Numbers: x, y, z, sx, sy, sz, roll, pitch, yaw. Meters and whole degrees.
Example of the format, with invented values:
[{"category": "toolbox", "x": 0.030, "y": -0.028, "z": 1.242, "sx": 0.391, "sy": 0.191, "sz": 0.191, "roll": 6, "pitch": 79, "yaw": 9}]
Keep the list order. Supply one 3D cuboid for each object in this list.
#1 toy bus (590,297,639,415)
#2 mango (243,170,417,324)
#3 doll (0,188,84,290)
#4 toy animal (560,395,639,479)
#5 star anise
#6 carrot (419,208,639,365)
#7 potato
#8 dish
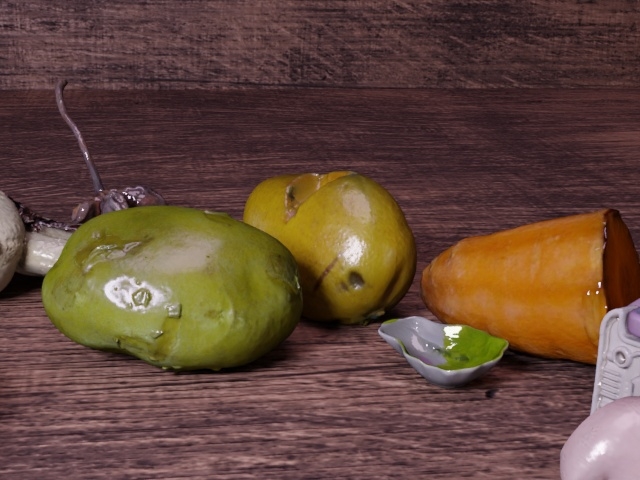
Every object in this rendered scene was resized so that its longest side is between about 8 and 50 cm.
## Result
[{"category": "toy bus", "x": 0.321, "y": 0.123, "z": 0.811, "sx": 0.142, "sy": 0.142, "sz": 0.202, "roll": -3, "pitch": 14, "yaw": -37}, {"category": "mango", "x": 0.000, "y": 0.000, "z": 1.216, "sx": 0.130, "sy": 0.167, "sz": 0.262, "roll": 6, "pitch": 6, "yaw": -41}, {"category": "doll", "x": -0.340, "y": -0.005, "z": 1.255, "sx": 0.278, "sy": 0.149, "sz": 0.175, "roll": 3, "pitch": -23, "yaw": -46}, {"category": "toy animal", "x": 0.257, "y": 0.181, "z": 0.682, "sx": 0.124, "sy": 0.124, "sz": 0.212, "roll": -9, "pitch": 25, "yaw": -31}, {"category": "star anise", "x": -0.310, "y": -0.129, "z": 1.541, "sx": 0.148, "sy": 0.227, "sz": 0.218, "roll": -15, "pitch": 11, "yaw": -27}, {"category": "carrot", "x": 0.203, "y": 0.051, "z": 1.083, "sx": 0.225, "sy": 0.159, "sz": 0.159, "roll": -2, "pitch": 13, "yaw": 28}, {"category": "potato", "x": -0.143, "y": 0.045, "z": 1.048, "sx": 0.253, "sy": 0.149, "sz": 0.186, "roll": -2, "pitch": 14, "yaw": -10}, {"category": "dish", "x": 0.112, "y": 0.112, "z": 1.030, "sx": 0.091, "sy": 0.039, "sz": 0.137, "roll": -17, "pitch": 23, "yaw": -35}]
